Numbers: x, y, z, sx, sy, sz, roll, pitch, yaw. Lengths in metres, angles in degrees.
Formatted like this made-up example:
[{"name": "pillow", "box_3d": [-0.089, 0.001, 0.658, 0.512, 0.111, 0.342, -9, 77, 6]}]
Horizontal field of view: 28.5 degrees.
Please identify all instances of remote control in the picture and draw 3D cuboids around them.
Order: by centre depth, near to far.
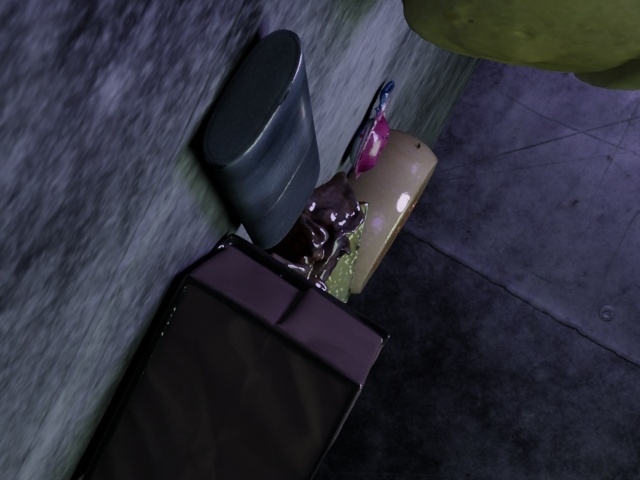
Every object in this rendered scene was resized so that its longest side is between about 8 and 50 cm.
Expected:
[{"name": "remote control", "box_3d": [-0.040, -0.067, 1.019, 0.107, 0.044, 0.377, -55, 174, -6]}]

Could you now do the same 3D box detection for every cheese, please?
[{"name": "cheese", "box_3d": [0.072, -0.145, 1.681, 0.095, 0.038, 0.145, -55, 167, -55]}]

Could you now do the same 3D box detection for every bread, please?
[{"name": "bread", "box_3d": [0.220, -0.268, 1.093, 0.320, 0.320, 0.237, 96, 1, -78]}]

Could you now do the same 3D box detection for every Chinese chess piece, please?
[{"name": "Chinese chess piece", "box_3d": [0.080, -0.045, 1.958, 0.273, 0.102, 0.273, -60, 175, -9]}]

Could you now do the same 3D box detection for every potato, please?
[{"name": "potato", "box_3d": [0.000, 0.000, 1.762, 0.120, 0.081, 0.149, -138, -122, -65]}]

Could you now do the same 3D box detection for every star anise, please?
[{"name": "star anise", "box_3d": [-0.028, 0.045, 1.462, 0.214, 0.099, 0.220, -41, 163, -45]}]

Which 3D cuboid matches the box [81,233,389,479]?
[{"name": "box", "box_3d": [-0.078, 0.158, 1.117, 0.252, 0.188, 0.153, -59, 175, 15]}]
